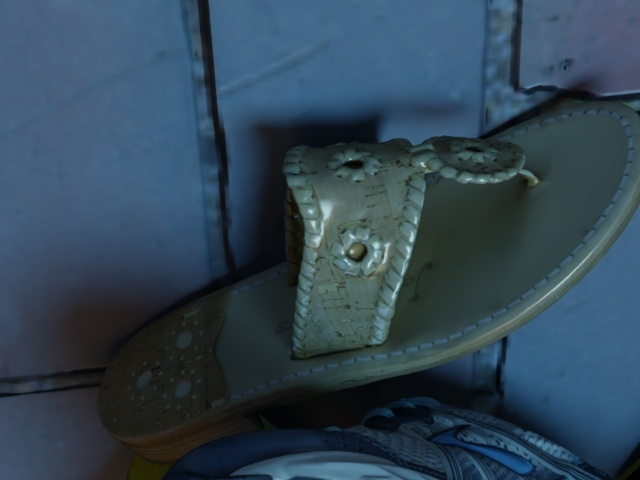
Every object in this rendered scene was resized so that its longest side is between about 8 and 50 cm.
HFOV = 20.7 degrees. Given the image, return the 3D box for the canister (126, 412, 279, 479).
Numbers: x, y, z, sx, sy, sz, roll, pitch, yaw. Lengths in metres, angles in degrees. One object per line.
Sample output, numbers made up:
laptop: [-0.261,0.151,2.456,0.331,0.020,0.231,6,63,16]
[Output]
canister: [-0.001,0.152,0.735,0.073,0.126,0.170,-36,124,20]

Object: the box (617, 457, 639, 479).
box: [0.331,0.103,0.747,0.322,0.079,0.257,14,137,-20]

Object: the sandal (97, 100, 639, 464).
sandal: [0.001,0.005,0.639,0.240,0.088,0.079,-29,134,20]

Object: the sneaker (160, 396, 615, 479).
sneaker: [0.032,0.113,0.663,0.283,0.122,0.110,22,111,-45]
